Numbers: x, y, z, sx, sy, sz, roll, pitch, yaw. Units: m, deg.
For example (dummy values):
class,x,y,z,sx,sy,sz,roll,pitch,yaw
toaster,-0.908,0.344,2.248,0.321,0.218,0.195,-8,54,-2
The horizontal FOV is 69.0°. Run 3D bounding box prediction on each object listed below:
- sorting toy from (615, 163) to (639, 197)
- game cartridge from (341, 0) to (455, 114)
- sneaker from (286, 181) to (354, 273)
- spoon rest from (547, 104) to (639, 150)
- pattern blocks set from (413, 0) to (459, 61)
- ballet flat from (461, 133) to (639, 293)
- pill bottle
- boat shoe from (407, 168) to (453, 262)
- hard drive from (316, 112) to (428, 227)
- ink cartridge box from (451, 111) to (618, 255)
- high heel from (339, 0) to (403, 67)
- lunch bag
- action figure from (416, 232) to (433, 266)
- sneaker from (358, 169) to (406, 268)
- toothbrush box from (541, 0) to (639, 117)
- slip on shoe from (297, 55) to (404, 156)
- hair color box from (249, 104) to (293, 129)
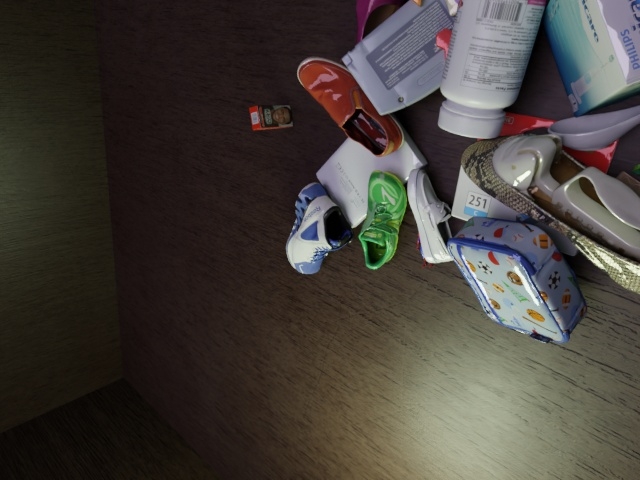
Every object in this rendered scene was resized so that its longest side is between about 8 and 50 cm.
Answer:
class,x,y,z,sx,sy,sz,roll,pitch,yaw
sorting toy,0.624,-0.110,0.936,0.062,0.012,0.083,49,134,26
game cartridge,0.222,-0.440,1.088,0.297,0.062,0.198,-34,98,20
sneaker,0.000,-0.001,1.441,0.182,0.127,0.315,41,137,37
spoon rest,0.579,-0.217,0.874,0.276,0.137,0.084,7,121,30
pattern blocks set,0.319,-0.578,0.980,0.285,0.026,0.325,-26,96,22
ballet flat,0.469,-0.095,0.877,0.164,0.182,0.483,-42,60,-2
pill bottle,0.336,-0.364,0.947,0.160,0.160,0.283,29,126,33
boat shoe,0.298,-0.067,1.212,0.084,0.095,0.258,-7,109,40
hard drive,0.135,-0.206,1.343,0.318,0.040,0.210,-43,74,42
ink cartridge box,0.462,-0.138,1.043,0.296,0.066,0.261,24,120,36
high heel,0.154,-0.490,1.168,0.181,0.127,0.377,63,150,26
lunch bag,0.422,0.089,1.022,0.303,0.115,0.243,54,160,-25
action figure,0.286,0.016,1.284,0.038,0.030,0.115,-3,99,49
sneaker,0.170,-0.048,1.278,0.109,0.123,0.295,10,123,20
toothbrush box,0.488,-0.349,0.776,0.126,0.295,0.216,-19,89,18
slip on shoe,0.072,-0.338,1.181,0.331,0.101,0.123,43,133,-4
hair color box,-0.155,-0.392,1.484,0.043,0.141,0.072,0,103,43
